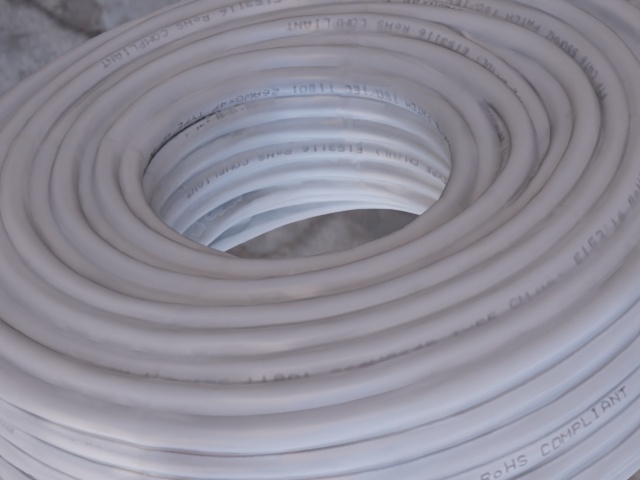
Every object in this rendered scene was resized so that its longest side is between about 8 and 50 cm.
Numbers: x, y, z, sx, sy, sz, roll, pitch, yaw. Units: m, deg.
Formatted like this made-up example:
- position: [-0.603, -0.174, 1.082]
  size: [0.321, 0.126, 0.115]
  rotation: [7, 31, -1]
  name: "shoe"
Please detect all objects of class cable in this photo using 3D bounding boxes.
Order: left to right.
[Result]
- position: [0.000, 0.000, 0.452]
  size: [0.257, 0.257, 0.089]
  rotation: [9, 130, 23]
  name: "cable"
